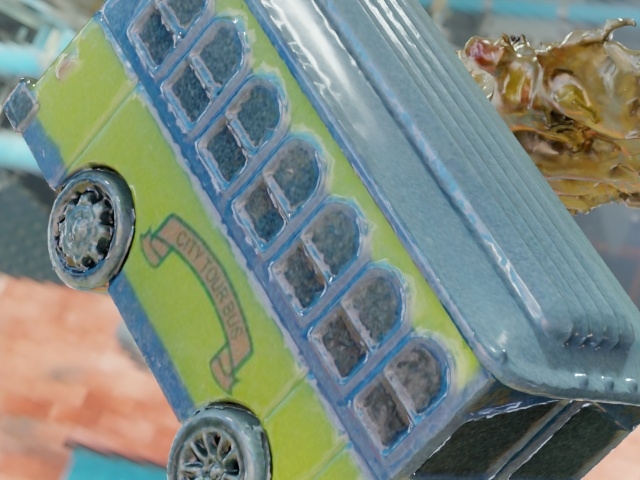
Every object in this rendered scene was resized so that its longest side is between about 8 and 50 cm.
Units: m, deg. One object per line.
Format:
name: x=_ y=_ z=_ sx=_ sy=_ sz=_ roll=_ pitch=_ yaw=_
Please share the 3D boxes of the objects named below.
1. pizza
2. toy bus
pizza: x=0.184 y=-0.086 z=1.426 sx=0.189 sy=0.071 sz=0.297 roll=40 pitch=-19 yaw=-15
toy bus: x=0.000 y=0.000 z=0.916 sx=0.152 sy=0.312 sz=0.190 roll=9 pitch=-49 yaw=-48
